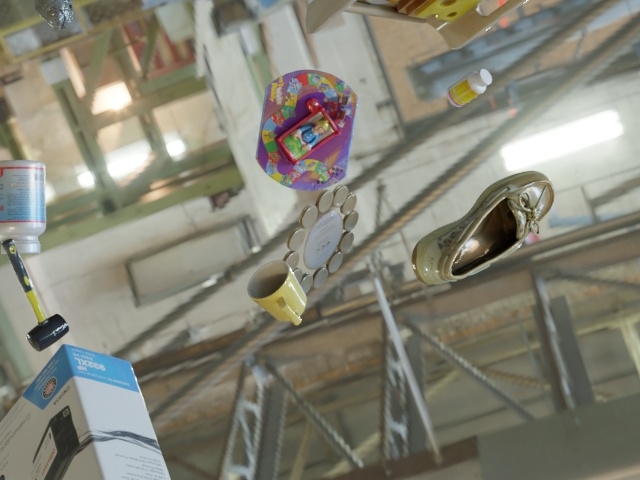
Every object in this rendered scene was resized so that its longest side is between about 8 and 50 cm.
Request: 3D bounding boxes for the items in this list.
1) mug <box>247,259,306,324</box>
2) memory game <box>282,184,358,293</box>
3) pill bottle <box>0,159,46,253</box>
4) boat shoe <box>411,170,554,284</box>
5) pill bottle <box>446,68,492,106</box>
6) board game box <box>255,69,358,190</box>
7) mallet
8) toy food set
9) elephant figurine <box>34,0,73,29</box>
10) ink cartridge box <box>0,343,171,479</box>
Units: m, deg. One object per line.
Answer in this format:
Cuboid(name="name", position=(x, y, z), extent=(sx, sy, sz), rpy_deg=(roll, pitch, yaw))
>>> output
Cuboid(name="mug", position=(-0.050, 0.074, 1.380), extent=(0.062, 0.064, 0.078), rpy_deg=(-16, -139, 27))
Cuboid(name="memory game", position=(0.000, 0.000, 1.713), extent=(0.012, 0.186, 0.186), rpy_deg=(28, -139, 29))
Cuboid(name="pill bottle", position=(-0.522, -0.057, 1.932), extent=(0.087, 0.160, 0.087), rpy_deg=(-1, 178, 0))
Cuboid(name="boat shoe", position=(0.271, -0.014, 1.712), extent=(0.285, 0.105, 0.089), rpy_deg=(-36, -158, -24))
Cuboid(name="pill bottle", position=(0.272, -0.280, 2.028), extent=(0.083, 0.043, 0.043), rpy_deg=(-31, -177, 45))
Cuboid(name="board game box", position=(-0.016, -0.152, 1.535), extent=(0.133, 0.169, 0.033), rpy_deg=(8, -174, -13))
Cuboid(name="mallet", position=(-0.438, 0.078, 1.711), extent=(0.062, 0.190, 0.039), rpy_deg=(-29, -150, -37))
Cuboid(name="toy food set", position=(0.156, -0.329, 1.484), extent=(0.306, 0.092, 0.219), rpy_deg=(-2, 157, -44))
Cuboid(name="elephant figurine", position=(-0.273, -0.375, 1.145), extent=(0.169, 0.186, 0.239), rpy_deg=(-29, -128, -1))
Cuboid(name="ink cartridge box", position=(-0.339, 0.337, 1.562), extent=(0.223, 0.129, 0.307), rpy_deg=(-48, -137, 18))
